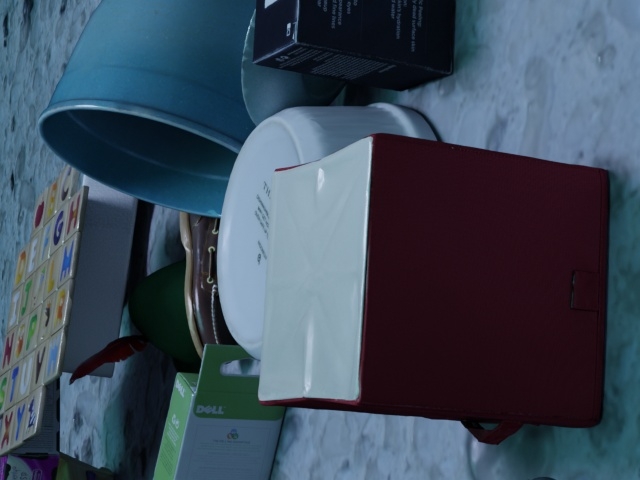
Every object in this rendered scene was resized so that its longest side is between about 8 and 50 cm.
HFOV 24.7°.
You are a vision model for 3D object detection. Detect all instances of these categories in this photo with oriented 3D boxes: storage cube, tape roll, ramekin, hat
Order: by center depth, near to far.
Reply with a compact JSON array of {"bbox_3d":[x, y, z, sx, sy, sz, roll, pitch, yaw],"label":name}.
[{"bbox_3d":[0.079,0.038,1.078,0.184,0.193,0.215,168,108,-65],"label":"storage cube"},{"bbox_3d":[0.000,0.000,1.345,0.273,0.127,0.272,-174,90,-66],"label":"ramekin"},{"bbox_3d":[-0.227,0.078,1.761,0.208,0.184,0.173,-168,86,-66],"label":"hat"},{"bbox_3d":[-0.279,-0.015,1.919,0.392,0.072,0.392,-172,90,-83],"label":"tape roll"}]

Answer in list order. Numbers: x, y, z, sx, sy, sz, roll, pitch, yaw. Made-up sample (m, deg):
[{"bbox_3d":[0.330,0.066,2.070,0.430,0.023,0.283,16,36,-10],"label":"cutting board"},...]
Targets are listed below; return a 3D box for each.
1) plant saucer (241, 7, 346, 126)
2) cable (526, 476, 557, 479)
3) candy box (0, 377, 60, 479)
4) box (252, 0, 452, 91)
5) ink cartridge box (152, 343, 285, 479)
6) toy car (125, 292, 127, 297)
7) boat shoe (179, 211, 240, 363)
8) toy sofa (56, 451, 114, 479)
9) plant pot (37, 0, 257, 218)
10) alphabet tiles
[{"bbox_3d":[-0.003,-0.188,1.389,0.037,0.195,0.195,22,108,26],"label":"plant saucer"},{"bbox_3d":[0.161,0.269,1.027,0.150,0.047,0.184,56,138,45],"label":"cable"},{"bbox_3d":[-0.384,0.234,1.925,0.233,0.071,0.159,-99,19,-44],"label":"candy box"},{"bbox_3d":[0.031,-0.225,1.295,0.093,0.158,0.156,-15,70,62],"label":"box"},{"bbox_3d":[-0.103,0.198,1.545,0.062,0.109,0.209,-140,60,-61],"label":"ink cartridge box"},{"bbox_3d":[-0.319,0.074,2.143,0.122,0.040,0.060,160,114,-63],"label":"toy car"},{"bbox_3d":[-0.113,0.039,1.659,0.073,0.073,0.207,-16,71,21],"label":"boat shoe"},{"bbox_3d":[-0.313,0.466,1.937,0.150,0.177,0.362,-46,37,17],"label":"toy sofa"},{"bbox_3d":[-0.129,-0.191,1.555,0.272,0.272,0.255,-22,48,63],"label":"plant pot"},{"bbox_3d":[-0.342,0.082,1.773,0.285,0.011,0.342,-33,48,59],"label":"alphabet tiles"}]
